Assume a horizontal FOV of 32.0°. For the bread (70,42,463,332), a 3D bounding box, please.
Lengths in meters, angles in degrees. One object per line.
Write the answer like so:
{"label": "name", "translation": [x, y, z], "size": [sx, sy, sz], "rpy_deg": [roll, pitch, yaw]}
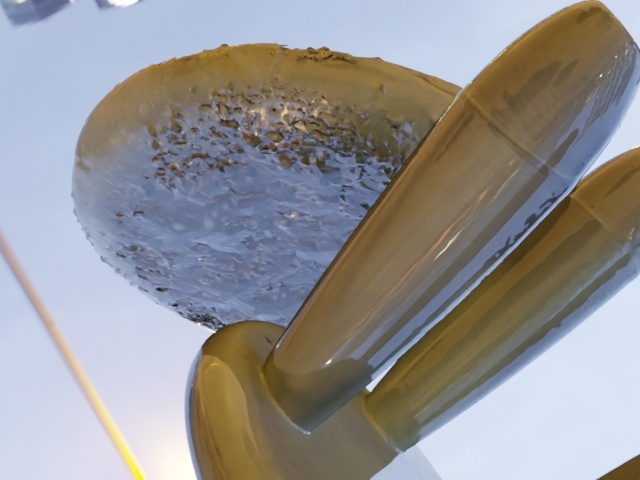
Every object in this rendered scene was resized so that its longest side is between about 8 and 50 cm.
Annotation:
{"label": "bread", "translation": [0.000, 0.000, 0.559], "size": [0.267, 0.267, 0.041], "rpy_deg": [-8, -125, 29]}

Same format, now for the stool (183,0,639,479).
{"label": "stool", "translation": [0.083, 0.062, 0.395], "size": [0.198, 0.195, 0.195], "rpy_deg": [-38, -117, 14]}
